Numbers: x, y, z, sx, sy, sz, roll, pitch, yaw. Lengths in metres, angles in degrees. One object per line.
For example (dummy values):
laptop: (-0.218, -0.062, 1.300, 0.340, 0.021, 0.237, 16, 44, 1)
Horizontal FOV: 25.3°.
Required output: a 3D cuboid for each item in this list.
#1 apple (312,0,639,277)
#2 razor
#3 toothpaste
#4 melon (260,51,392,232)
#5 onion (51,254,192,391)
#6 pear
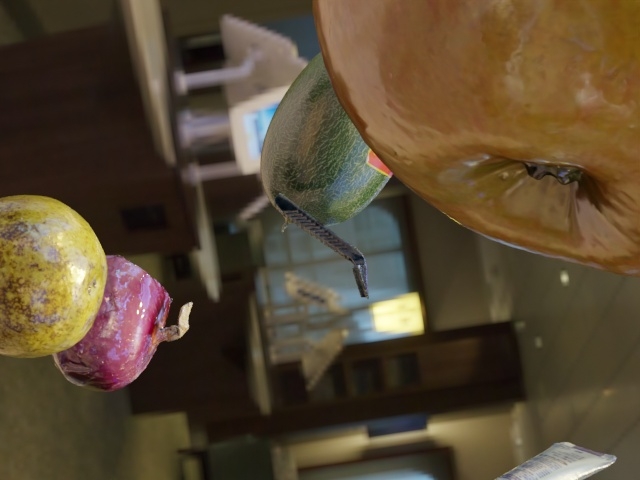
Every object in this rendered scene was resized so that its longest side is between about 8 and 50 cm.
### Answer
apple: (0.188, -0.154, 0.921, 0.400, 0.400, 0.333, 81, 15, -58)
razor: (0.005, -0.004, 1.780, 0.190, 0.033, 0.066, 42, -18, 37)
toothpaste: (0.207, 0.224, 1.341, 0.216, 0.062, 0.037, -13, 116, -53)
melon: (0.020, -0.135, 1.907, 0.287, 0.182, 0.182, -57, -174, 7)
onion: (-0.310, 0.129, 2.049, 0.207, 0.201, 0.200, -10, -92, 63)
pear: (-0.350, 0.040, 1.669, 0.197, 0.197, 0.197, -9, 90, -89)
